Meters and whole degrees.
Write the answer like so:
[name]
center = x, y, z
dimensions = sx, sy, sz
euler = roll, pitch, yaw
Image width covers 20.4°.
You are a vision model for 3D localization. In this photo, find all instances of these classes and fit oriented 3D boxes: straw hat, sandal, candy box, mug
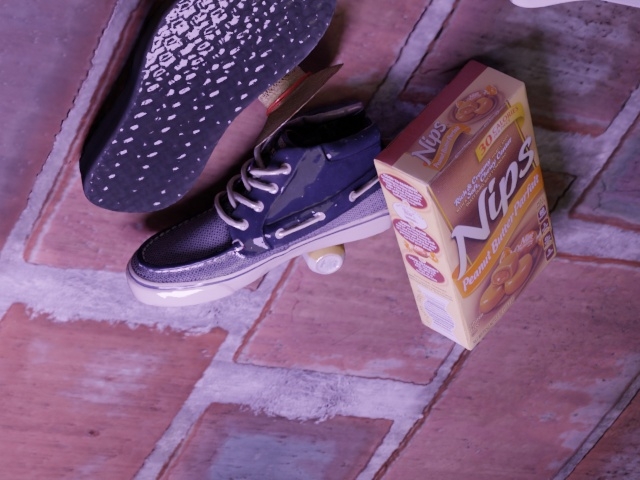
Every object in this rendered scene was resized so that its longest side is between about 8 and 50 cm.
[straw hat]
center = -0.043, -0.169, 1.947
dimensions = 0.144, 0.144, 0.061
euler = -41, 96, 20
[sandal]
center = -0.139, -0.192, 1.884
dimensions = 0.167, 0.107, 0.446
euler = 10, 142, -32
[candy box]
center = 0.179, -0.037, 2.113
dimensions = 0.183, 0.087, 0.316
euler = -46, 144, -22
[mug]
center = -0.002, 0.003, 2.153
dimensions = 0.062, 0.064, 0.078
euler = -30, 137, 11

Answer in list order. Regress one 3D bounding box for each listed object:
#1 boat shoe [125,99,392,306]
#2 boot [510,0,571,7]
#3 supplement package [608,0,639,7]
[boat shoe]
center = -0.073, -0.051, 2.039
dimensions = 0.340, 0.127, 0.158
euler = -22, 134, -12
[boot]
center = 0.296, -0.312, 1.943
dimensions = 0.190, 0.069, 0.086
euler = -13, 140, -6
[supplement package]
center = 0.286, -0.375, 1.778
dimensions = 0.262, 0.198, 0.199
euler = 7, 130, -28
